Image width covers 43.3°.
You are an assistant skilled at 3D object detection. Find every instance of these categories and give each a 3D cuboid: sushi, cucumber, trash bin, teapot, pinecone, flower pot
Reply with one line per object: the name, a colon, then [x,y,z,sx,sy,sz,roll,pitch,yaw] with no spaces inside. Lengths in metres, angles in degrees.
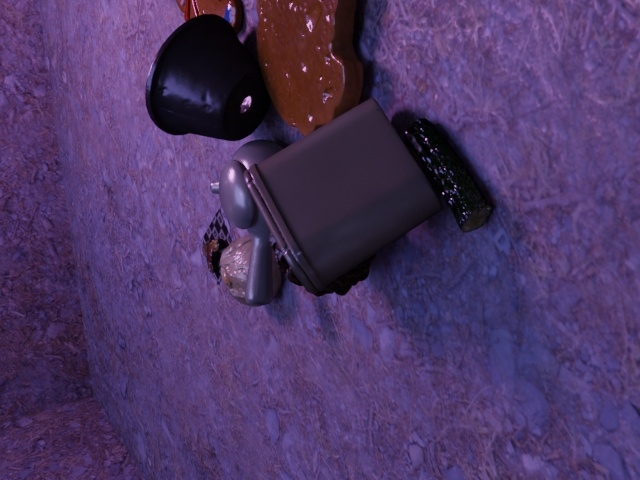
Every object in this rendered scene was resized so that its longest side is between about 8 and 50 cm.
sushi: [-0.279,0.021,2.098,0.139,0.031,0.201,67,150,18]
cucumber: [0.187,-0.101,1.191,0.187,0.058,0.058,63,149,26]
trash bin: [0.033,-0.074,1.265,0.243,0.247,0.121,62,-173,28]
teapot: [-0.116,-0.048,1.653,0.318,0.149,0.220,68,152,16]
pinecone: [-0.002,-0.001,1.424,0.204,0.184,0.179,29,93,44]
flower pot: [-0.207,-0.308,1.644,0.166,0.269,0.269,31,132,26]

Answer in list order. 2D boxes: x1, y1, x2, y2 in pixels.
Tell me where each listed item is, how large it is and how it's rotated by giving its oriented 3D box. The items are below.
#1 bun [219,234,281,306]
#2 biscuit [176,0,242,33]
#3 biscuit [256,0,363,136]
bun: [-0.169,0.073,1.843,0.188,0.111,0.164,14,118,55]
biscuit: [-0.270,-0.524,1.831,0.324,0.049,0.205,57,147,34]
biscuit: [-0.018,-0.345,1.443,0.351,0.057,0.312,-17,88,63]
